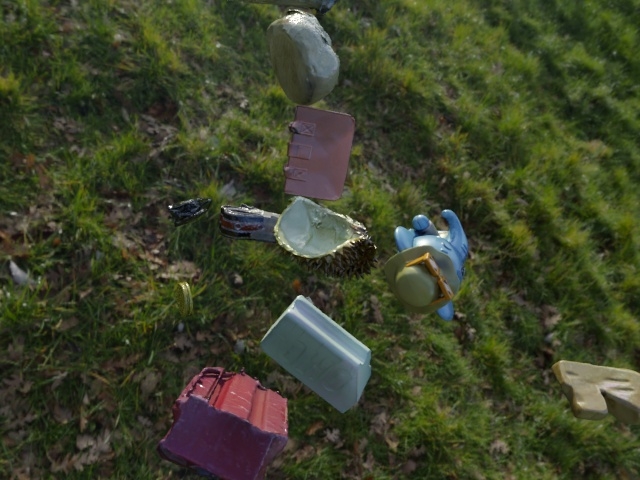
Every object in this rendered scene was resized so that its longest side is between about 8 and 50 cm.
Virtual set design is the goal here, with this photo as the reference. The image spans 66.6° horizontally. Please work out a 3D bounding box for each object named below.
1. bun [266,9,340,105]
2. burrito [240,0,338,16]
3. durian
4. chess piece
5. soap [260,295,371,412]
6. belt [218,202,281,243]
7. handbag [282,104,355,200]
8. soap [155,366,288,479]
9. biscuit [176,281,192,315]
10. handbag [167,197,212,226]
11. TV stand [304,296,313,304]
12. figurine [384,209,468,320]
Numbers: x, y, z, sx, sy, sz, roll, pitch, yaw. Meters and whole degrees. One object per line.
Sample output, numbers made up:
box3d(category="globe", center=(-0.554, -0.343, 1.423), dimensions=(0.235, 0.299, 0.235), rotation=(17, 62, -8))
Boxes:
box3d(category="bun", center=(-0.041, -0.472, 1.257), dimensions=(0.141, 0.239, 0.239), rotation=(-26, 60, -22))
box3d(category="burrito", center=(-0.117, -0.440, 0.796), dimensions=(0.445, 0.101, 0.139), rotation=(14, 12, 14))
box3d(category="durian", center=(0.000, 0.000, 0.994), dimensions=(0.252, 0.139, 0.144), rotation=(25, 7, 42))
box3d(category="chess piece", center=(0.651, 0.331, 1.050), dimensions=(0.301, 0.137, 0.137), rotation=(11, 41, -7))
box3d(category="soap", center=(0.000, 0.296, 1.257), dimensions=(0.289, 0.173, 0.095), rotation=(39, 34, -2))
box3d(category="belt", center=(-0.132, -0.036, 1.488), dimensions=(0.360, 0.094, 0.126), rotation=(9, 19, -3))
box3d(category="handbag", center=(-0.008, -0.210, 1.187), dimensions=(0.157, 0.212, 0.059), rotation=(7, 13, -11))
box3d(category="soap", center=(-0.135, 0.272, 0.759), dimensions=(0.162, 0.099, 0.250), rotation=(21, -3, -2))
box3d(category="biscuit", center=(-0.338, 0.144, 1.206), dimensions=(0.023, 0.084, 0.084), rotation=(-7, 50, -30))
box3d(category="handbag", center=(-0.398, -0.107, 1.545), dimensions=(0.115, 0.139, 0.072), rotation=(-28, 95, -59))
box3d(category="TV stand", center=(-0.040, 0.313, 1.763), dimensions=(0.049, 0.256, 0.040), rotation=(-20, 40, -16))
box3d(category="figurine", center=(0.216, 0.036, 0.971), dimensions=(0.154, 0.180, 0.262), rotation=(-1, 33, 19))
